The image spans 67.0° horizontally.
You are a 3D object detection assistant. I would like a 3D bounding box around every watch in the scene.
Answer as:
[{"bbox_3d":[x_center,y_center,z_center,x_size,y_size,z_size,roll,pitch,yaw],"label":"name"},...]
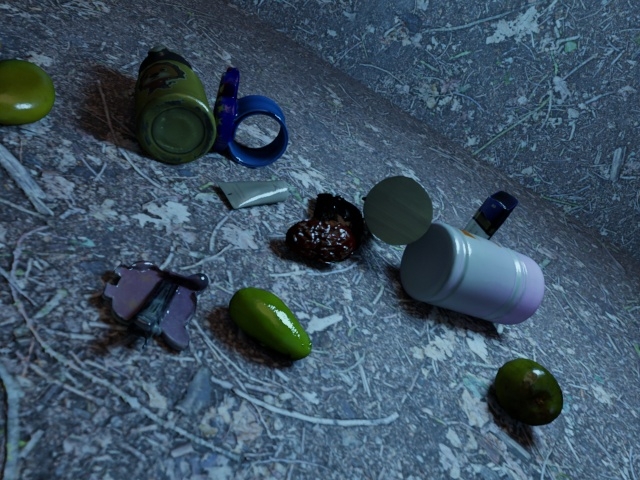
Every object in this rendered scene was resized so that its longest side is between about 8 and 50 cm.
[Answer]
[{"bbox_3d":[-0.183,-0.301,1.258,0.200,0.196,0.171,13,44,-20],"label":"watch"}]

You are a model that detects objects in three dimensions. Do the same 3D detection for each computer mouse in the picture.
[{"bbox_3d":[0.054,-0.060,1.250,0.147,0.077,0.241,21,31,-25],"label":"computer mouse"}]

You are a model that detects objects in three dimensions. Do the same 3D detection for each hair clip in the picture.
[{"bbox_3d":[-0.257,0.094,0.744,0.146,0.056,0.187,24,22,-15],"label":"hair clip"}]

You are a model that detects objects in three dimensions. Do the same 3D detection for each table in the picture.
[{"bbox_3d":[0.179,-0.077,1.253,0.167,0.167,0.226,32,2,-5],"label":"table"}]

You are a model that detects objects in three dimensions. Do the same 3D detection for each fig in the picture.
[{"bbox_3d":[0.427,0.328,1.047,0.133,0.185,0.126,39,68,-1],"label":"fig"}]

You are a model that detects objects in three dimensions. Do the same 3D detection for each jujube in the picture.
[{"bbox_3d":[-0.001,-0.003,1.085,0.166,0.104,0.104,14,35,-31],"label":"jujube"}]

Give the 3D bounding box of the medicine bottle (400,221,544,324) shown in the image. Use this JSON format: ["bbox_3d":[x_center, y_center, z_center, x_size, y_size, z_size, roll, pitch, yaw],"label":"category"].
[{"bbox_3d":[0.383,0.090,1.227,0.316,0.202,0.202,19,33,-27],"label":"medicine bottle"}]

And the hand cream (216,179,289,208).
[{"bbox_3d":[-0.150,-0.114,1.156,0.186,0.054,0.087,-10,55,-43],"label":"hand cream"}]

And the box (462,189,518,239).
[{"bbox_3d":[0.462,-0.022,1.412,0.071,0.259,0.168,41,31,18],"label":"box"}]

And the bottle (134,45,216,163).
[{"bbox_3d":[-0.364,-0.344,1.165,0.172,0.171,0.351,13,33,-33],"label":"bottle"}]

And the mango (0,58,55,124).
[{"bbox_3d":[-0.586,-0.281,0.935,0.122,0.086,0.191,26,38,-35],"label":"mango"}]

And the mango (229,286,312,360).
[{"bbox_3d":[-0.080,0.138,0.820,0.165,0.074,0.091,34,27,0],"label":"mango"}]
